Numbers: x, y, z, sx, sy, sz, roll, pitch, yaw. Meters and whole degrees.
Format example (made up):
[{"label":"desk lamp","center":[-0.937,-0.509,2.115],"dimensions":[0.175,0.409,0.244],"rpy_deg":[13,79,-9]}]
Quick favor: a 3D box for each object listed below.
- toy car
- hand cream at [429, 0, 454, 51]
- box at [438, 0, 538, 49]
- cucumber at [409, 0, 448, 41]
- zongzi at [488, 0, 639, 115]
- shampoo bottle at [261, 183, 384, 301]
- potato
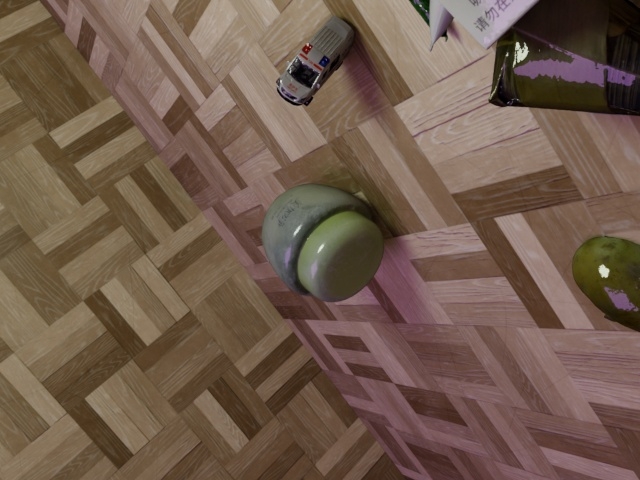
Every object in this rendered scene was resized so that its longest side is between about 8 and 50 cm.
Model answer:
[{"label":"toy car","center":[-0.011,-0.390,1.306],"dimensions":[0.089,0.209,0.108],"rpy_deg":[38,157,-3]},{"label":"hand cream","center":[0.225,-0.469,0.876],"dimensions":[0.118,0.185,0.358],"rpy_deg":[13,148,0]},{"label":"box","center":[0.178,-0.436,0.749],"dimensions":[0.330,0.095,0.210],"rpy_deg":[46,145,-3]},{"label":"cucumber","center":[0.193,-0.435,1.109],"dimensions":[0.155,0.037,0.037],"rpy_deg":[52,156,-4]},{"label":"zongzi","center":[0.390,-0.338,0.830],"dimensions":[0.289,0.154,0.317],"rpy_deg":[14,119,35]},{"label":"shampoo bottle","center":[0.000,0.000,1.725],"dimensions":[0.317,0.322,0.322],"rpy_deg":[39,156,43]},{"label":"potato","center":[0.596,0.107,1.137],"dimensions":[0.272,0.111,0.160],"rpy_deg":[37,155,26]}]
